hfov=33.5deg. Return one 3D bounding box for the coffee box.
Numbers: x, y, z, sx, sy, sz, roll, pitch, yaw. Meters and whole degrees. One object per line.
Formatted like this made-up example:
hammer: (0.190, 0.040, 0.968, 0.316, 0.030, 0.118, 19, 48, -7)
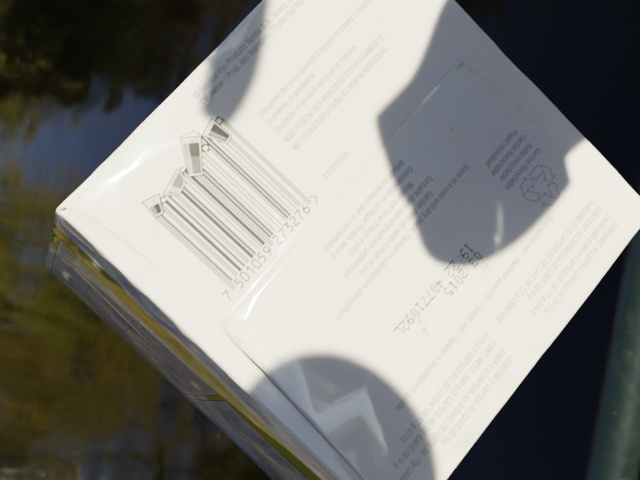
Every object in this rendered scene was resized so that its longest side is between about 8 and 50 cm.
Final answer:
coffee box: (0.000, 0.000, 0.931, 0.337, 0.338, 0.334, -48, 6, -17)
